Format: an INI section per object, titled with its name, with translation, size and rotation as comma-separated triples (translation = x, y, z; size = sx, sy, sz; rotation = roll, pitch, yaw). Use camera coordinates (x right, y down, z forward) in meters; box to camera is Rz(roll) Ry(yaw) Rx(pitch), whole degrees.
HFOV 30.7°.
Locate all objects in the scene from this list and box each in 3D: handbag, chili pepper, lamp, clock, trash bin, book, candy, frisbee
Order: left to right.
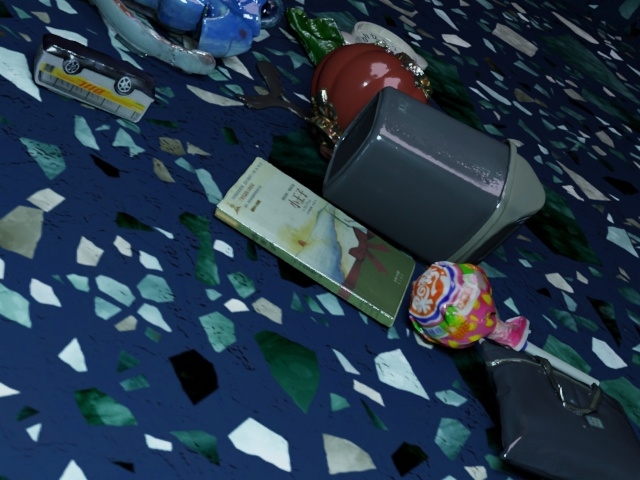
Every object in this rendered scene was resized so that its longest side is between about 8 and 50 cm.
[frisbee]
translation = -0.071, -0.236, 1.974
size = 0.211, 0.012, 0.187
rotation = 44, 30, 19
[chili pepper]
translation = -0.008, -0.376, 2.220
size = 0.108, 0.062, 0.216
rotation = 9, 36, -28
[book]
translation = 0.000, 0.000, 1.650
size = 0.289, 0.026, 0.201
rotation = 33, 28, -2
[lamp]
translation = 0.076, -0.209, 1.889
size = 0.226, 0.227, 0.227
rotation = 25, 28, -15
[clock]
translation = 0.121, -0.371, 2.349
size = 0.229, 0.063, 0.156
rotation = 7, 40, -36
[trash bin]
translation = 0.167, -0.082, 1.739
size = 0.290, 0.209, 0.182
rotation = 28, 48, -13
[candy]
translation = 0.275, 0.140, 1.656
size = 0.365, 0.124, 0.124
rotation = 28, 26, -29
[handbag]
translation = 0.323, 0.246, 1.529
size = 0.254, 0.089, 0.211
rotation = 24, 34, -20

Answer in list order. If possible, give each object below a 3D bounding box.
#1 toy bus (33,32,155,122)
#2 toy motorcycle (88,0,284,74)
[toy bus]
translation = -0.317, -0.227, 1.631
size = 0.172, 0.072, 0.057
rotation = 20, 31, -27
[toy motorcycle]
translation = -0.236, -0.384, 1.919
size = 0.319, 0.241, 0.182
rotation = 26, -13, -1
